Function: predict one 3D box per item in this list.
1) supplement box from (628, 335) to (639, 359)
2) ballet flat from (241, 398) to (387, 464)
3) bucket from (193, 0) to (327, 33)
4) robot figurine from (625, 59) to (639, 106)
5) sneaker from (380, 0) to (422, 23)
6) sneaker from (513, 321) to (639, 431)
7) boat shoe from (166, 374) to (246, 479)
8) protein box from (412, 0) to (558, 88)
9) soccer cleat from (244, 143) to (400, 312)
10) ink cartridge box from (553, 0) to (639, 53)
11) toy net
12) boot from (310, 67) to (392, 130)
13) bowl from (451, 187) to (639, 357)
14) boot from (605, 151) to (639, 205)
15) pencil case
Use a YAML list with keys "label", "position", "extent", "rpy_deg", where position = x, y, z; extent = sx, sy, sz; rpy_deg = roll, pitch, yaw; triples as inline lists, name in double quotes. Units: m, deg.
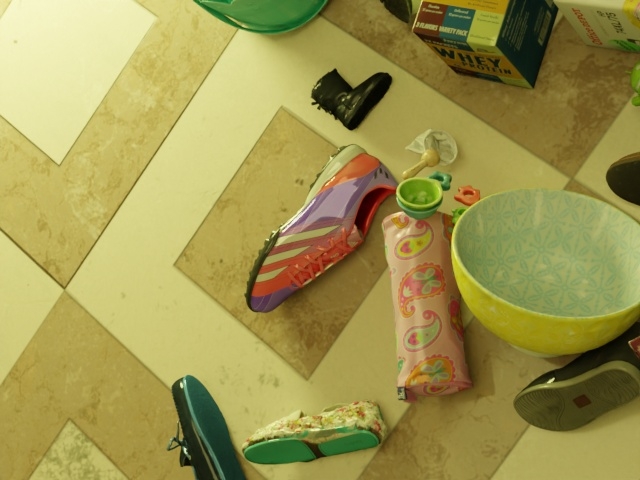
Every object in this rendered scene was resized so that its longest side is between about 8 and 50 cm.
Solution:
- label: "supplement box"
  position: [0.482, 0.184, 1.523]
  extent: [0.073, 0.239, 0.130]
  rpy_deg: [-33, 67, 16]
- label: "ballet flat"
  position: [-0.007, 0.298, 1.840]
  extent: [0.241, 0.091, 0.077]
  rpy_deg: [-11, 44, 19]
- label: "bucket"
  position: [-0.104, -0.492, 1.990]
  extent: [0.281, 0.183, 0.281]
  rpy_deg: [-6, 77, 26]
- label: "robot figurine"
  position: [0.497, -0.223, 1.701]
  extent: [0.101, 0.067, 0.115]
  rpy_deg: [-39, 64, -5]
- label: "sneaker"
  position: [0.133, -0.548, 1.939]
  extent: [0.182, 0.158, 0.410]
  rpy_deg: [-19, 68, -8]
- label: "sneaker"
  position: [0.381, 0.195, 1.672]
  extent: [0.222, 0.118, 0.083]
  rpy_deg: [-27, 105, 44]
- label: "boat shoe"
  position: [-0.196, 0.345, 1.898]
  extent: [0.089, 0.109, 0.258]
  rpy_deg: [-31, 65, 21]
- label: "protein box"
  position: [0.261, -0.361, 1.771]
  extent: [0.136, 0.201, 0.200]
  rpy_deg: [16, 86, 28]
- label: "soccer cleat"
  position: [0.000, 0.000, 1.879]
  extent: [0.116, 0.108, 0.318]
  rpy_deg: [38, 94, 23]
- label: "ink cartridge box"
  position: [0.502, -0.377, 1.659]
  extent: [0.270, 0.198, 0.197]
  rpy_deg: [15, 87, 29]
- label: "toy net"
  position: [0.182, -0.109, 1.781]
  extent: [0.122, 0.045, 0.232]
  rpy_deg: [2, 42, 7]
- label: "boot"
  position: [0.048, -0.249, 1.943]
  extent: [0.121, 0.045, 0.099]
  rpy_deg: [-51, 60, 9]
- label: "bowl"
  position: [0.321, 0.070, 1.657]
  extent: [0.289, 0.289, 0.156]
  rpy_deg: [27, 135, 28]
- label: "boot"
  position: [0.557, -0.114, 1.651]
  extent: [0.305, 0.112, 0.115]
  rpy_deg: [-5, 47, 29]
- label: "pencil case"
  position: [0.157, 0.098, 1.771]
  extent: [0.124, 0.124, 0.284]
  rpy_deg: [-9, 76, 24]
